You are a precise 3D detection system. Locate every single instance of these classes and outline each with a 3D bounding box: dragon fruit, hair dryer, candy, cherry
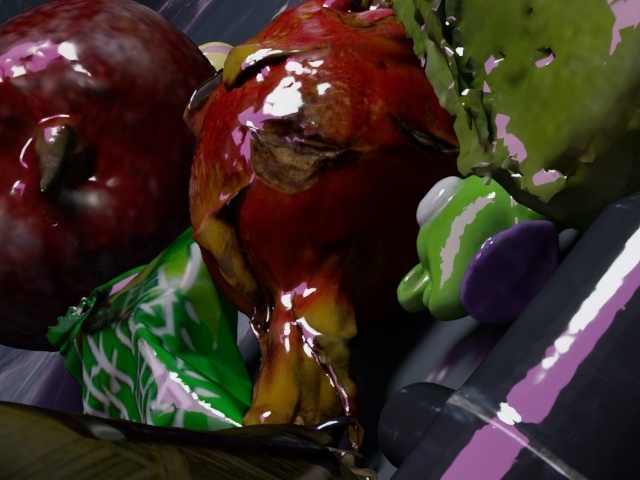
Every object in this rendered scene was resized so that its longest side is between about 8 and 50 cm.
[{"bbox_3d":[0.000,0.000,0.699,0.125,0.125,0.246,95,179,-50],"label":"dragon fruit"},{"bbox_3d":[0.056,0.056,0.500,0.124,0.071,0.219,-50,6,-9],"label":"hair dryer"},{"bbox_3d":[-0.077,0.076,0.801,0.141,0.078,0.203,-54,22,31],"label":"candy"},{"bbox_3d":[-0.163,-0.038,1.086,0.230,0.203,0.300,-60,8,-11],"label":"cherry"}]

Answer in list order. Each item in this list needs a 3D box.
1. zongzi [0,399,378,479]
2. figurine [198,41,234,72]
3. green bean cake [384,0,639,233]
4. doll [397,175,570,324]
[{"bbox_3d":[-0.059,0.071,0.495,0.094,0.204,0.205,-41,16,14],"label":"zongzi"},{"bbox_3d":[-0.115,-0.095,1.360,0.187,0.083,0.083,-31,23,36],"label":"figurine"},{"bbox_3d":[0.112,-0.119,0.507,0.200,0.113,0.214,-46,47,24],"label":"green bean cake"},{"bbox_3d":[0.098,-0.039,0.623,0.190,0.050,0.115,-45,22,10],"label":"doll"}]
